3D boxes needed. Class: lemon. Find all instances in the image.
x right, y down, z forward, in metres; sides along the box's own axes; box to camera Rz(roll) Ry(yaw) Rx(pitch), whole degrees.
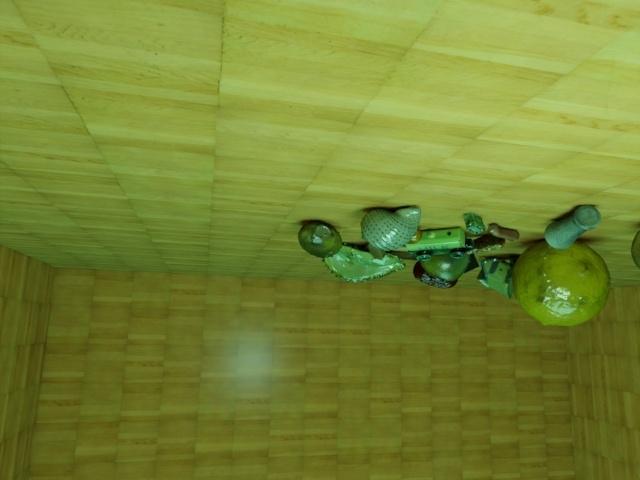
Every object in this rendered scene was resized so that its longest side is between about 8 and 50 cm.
[{"bbox_3d":[0.933,0.170,1.885,0.349,0.350,0.387,2,158,-1],"label":"lemon"}]

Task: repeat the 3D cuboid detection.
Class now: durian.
[{"bbox_3d":[0.186,0.077,2.128,0.394,0.163,0.198,9,128,15],"label":"durian"}]

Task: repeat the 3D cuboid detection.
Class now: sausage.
[{"bbox_3d":[0.650,-0.028,1.701,0.176,0.040,0.047,11,166,-37],"label":"sausage"}]

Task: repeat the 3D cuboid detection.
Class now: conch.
[{"bbox_3d":[0.224,-0.033,1.493,0.200,0.131,0.172,-4,167,32],"label":"conch"}]

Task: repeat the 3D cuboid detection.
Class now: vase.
[{"bbox_3d":[0.783,-0.043,1.482,0.096,0.096,0.219,0,166,5],"label":"vase"}]

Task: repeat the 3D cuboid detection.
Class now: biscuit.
[{"bbox_3d":[0.609,0.012,1.809,0.206,0.025,0.126,-16,-163,47],"label":"biscuit"}]

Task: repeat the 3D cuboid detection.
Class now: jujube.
[{"bbox_3d":[0.595,0.165,2.454,0.230,0.155,0.155,13,168,-8],"label":"jujube"}]

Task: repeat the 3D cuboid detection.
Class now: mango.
[{"bbox_3d":[0.320,-0.017,1.746,0.080,0.060,0.114,10,170,-25],"label":"mango"}]

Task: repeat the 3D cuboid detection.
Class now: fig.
[{"bbox_3d":[0.520,0.081,1.977,0.191,0.181,0.181,-32,157,19],"label":"fig"}]

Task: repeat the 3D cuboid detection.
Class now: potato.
[{"bbox_3d":[0.000,0.000,1.738,0.149,0.113,0.251,-3,169,14],"label":"potato"}]

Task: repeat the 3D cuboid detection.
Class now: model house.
[{"bbox_3d":[0.876,0.146,2.339,0.189,0.195,0.214,23,167,33],"label":"model house"}]

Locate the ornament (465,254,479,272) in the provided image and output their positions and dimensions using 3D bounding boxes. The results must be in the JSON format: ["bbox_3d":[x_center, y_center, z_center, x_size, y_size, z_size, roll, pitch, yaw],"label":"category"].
[{"bbox_3d":[0.679,0.094,2.279,0.081,0.088,0.203,-23,180,2],"label":"ornament"}]

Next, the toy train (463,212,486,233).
[{"bbox_3d":[0.496,-0.054,1.541,0.038,0.056,0.093,-29,153,36],"label":"toy train"}]

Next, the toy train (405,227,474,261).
[{"bbox_3d":[0.437,0.006,1.793,0.253,0.105,0.157,-5,153,31],"label":"toy train"}]

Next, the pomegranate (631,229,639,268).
[{"bbox_3d":[1.128,0.036,1.523,0.233,0.233,0.233,1,169,0],"label":"pomegranate"}]

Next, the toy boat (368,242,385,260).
[{"bbox_3d":[0.231,0.018,1.914,0.064,0.072,0.206,13,160,18],"label":"toy boat"}]

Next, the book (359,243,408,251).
[{"bbox_3d":[0.368,0.061,2.230,0.373,0.028,0.262,3,169,-7],"label":"book"}]
